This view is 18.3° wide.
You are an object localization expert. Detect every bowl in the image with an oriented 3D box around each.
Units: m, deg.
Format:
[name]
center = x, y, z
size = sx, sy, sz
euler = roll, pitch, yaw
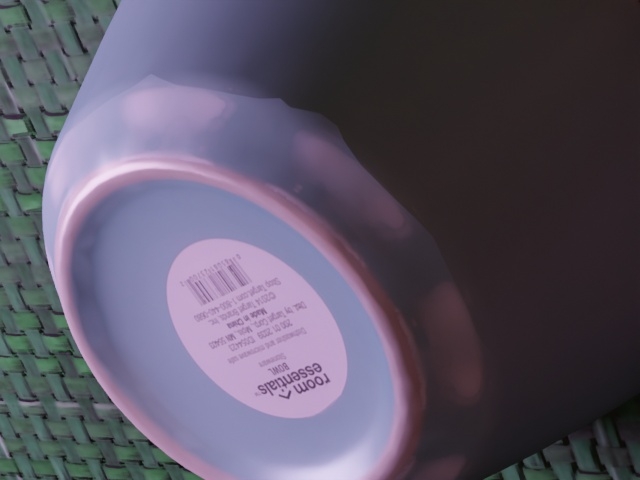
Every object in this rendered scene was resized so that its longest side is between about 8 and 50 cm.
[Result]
[bowl]
center = 0.000, 0.000, 0.871
size = 0.312, 0.163, 0.311
euler = 20, 132, 24
